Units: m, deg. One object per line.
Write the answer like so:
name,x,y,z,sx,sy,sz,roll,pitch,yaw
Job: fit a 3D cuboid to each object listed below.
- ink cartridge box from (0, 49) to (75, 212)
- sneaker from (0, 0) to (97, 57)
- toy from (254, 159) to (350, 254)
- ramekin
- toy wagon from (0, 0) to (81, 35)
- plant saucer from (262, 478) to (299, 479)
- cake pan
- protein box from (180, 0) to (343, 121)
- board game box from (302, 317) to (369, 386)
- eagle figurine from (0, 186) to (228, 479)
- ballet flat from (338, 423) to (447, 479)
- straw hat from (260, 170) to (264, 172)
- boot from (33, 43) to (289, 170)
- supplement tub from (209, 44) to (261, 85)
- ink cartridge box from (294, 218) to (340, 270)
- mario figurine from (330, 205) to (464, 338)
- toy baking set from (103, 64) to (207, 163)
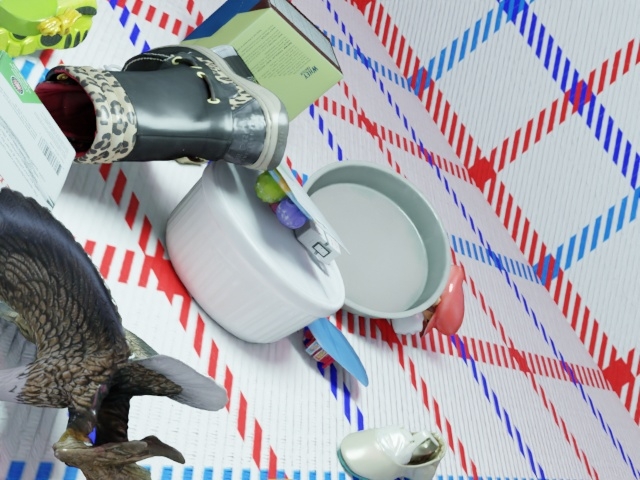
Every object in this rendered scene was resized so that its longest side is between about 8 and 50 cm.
ink cartridge box,-0.356,-0.085,1.523,0.153,0.087,0.208,60,18,-28
sneaker,-0.426,-0.312,1.912,0.123,0.109,0.295,26,14,21
toy,-0.055,-0.069,1.948,0.137,0.056,0.237,44,10,-42
ramekin,-0.098,0.023,1.971,0.273,0.127,0.273,44,18,-19
toy wagon,-0.444,-0.353,1.746,0.344,0.068,0.267,42,44,8
plant saucer,0.054,0.386,1.493,0.333,0.081,0.332,23,24,-8
cake pan,0.079,0.005,2.356,0.293,0.054,0.293,14,58,-23
protein box,-0.105,-0.324,2.525,0.201,0.200,0.136,39,21,-34
board game box,0.007,0.159,2.126,0.169,0.033,0.133,45,13,-36
eagle figurine,-0.245,0.101,1.361,0.225,0.226,0.298,10,46,-35
ballet flat,0.112,0.297,2.024,0.248,0.086,0.086,18,37,-60
straw hat,-0.129,-0.077,2.195,0.061,0.144,0.144,-8,52,-24
boot,-0.251,-0.184,1.896,0.284,0.138,0.377,-2,23,-37
supplement tub,-0.144,-0.222,2.367,0.190,0.117,0.117,56,18,14
ink cartridge box,0.000,0.000,2.001,0.083,0.028,0.048,42,19,-32
mario figurine,0.109,0.071,2.478,0.320,0.170,0.198,38,56,-9
toy baking set,-0.253,-0.196,2.197,0.197,0.030,0.256,51,17,8
